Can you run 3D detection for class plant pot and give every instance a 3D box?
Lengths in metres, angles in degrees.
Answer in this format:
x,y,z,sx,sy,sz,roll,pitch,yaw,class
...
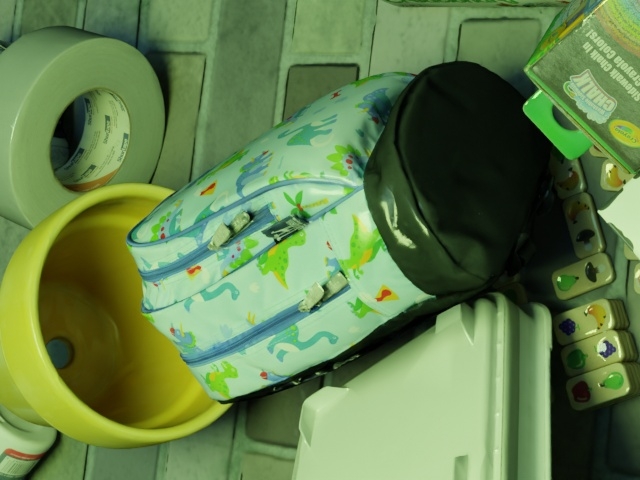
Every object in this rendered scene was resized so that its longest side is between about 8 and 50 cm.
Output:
x,y,z,sx,sy,sz,roll,pitch,yaw,class
-0.224,0.093,1.619,0.239,0.254,0.254,-24,70,54,plant pot

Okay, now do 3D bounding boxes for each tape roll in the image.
x,y,z,sx,sy,sz,roll,pitch,yaw,class
-0.264,-0.112,1.678,0.072,0.219,0.219,20,96,36,tape roll

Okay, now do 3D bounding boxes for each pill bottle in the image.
x,y,z,sx,sy,sz,roll,pitch,yaw,class
-0.386,0.249,1.790,0.180,0.108,0.108,-49,61,20,pill bottle

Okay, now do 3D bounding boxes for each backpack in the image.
x,y,z,sx,sy,sz,roll,pitch,yaw,class
0.000,0.000,1.438,0.273,0.290,0.355,39,127,-6,backpack

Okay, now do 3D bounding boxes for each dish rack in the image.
x,y,z,sx,sy,sz,roll,pitch,yaw,class
0.065,0.189,1.353,0.285,0.072,0.333,-35,25,27,dish rack

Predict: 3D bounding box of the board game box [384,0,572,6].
x,y,z,sx,sy,sz,roll,pitch,yaw,class
0.198,-0.314,1.480,0.305,0.053,0.193,5,88,35,board game box

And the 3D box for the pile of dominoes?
x,y,z,sx,sy,sz,roll,pitch,yaw,class
0.232,0.021,1.427,0.196,0.040,0.251,-24,72,31,pile of dominoes

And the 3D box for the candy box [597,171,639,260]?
x,y,z,sx,sy,sz,roll,pitch,yaw,class
0.356,-0.027,1.314,0.196,0.070,0.165,-45,62,14,candy box

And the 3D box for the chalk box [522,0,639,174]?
x,y,z,sx,sy,sz,roll,pitch,yaw,class
0.265,-0.156,1.335,0.132,0.132,0.213,44,124,-6,chalk box

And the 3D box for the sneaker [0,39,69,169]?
x,y,z,sx,sy,sz,roll,pitch,yaw,class
-0.400,-0.157,1.856,0.268,0.101,0.153,0,84,29,sneaker
